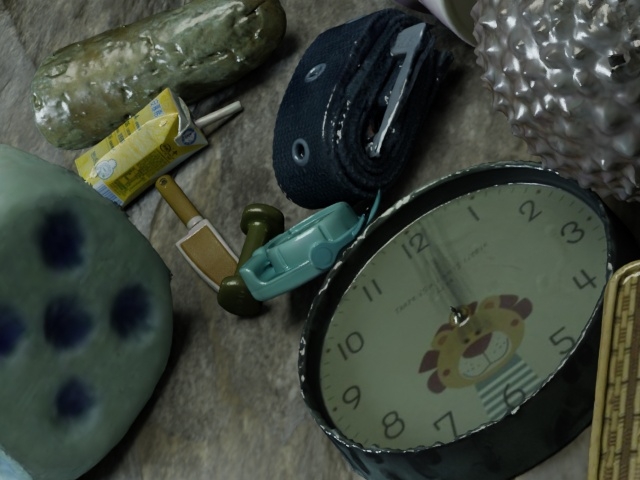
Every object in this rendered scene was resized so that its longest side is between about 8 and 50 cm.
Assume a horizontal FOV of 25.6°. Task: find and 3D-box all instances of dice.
[{"bbox_3d":[-0.329,0.080,1.391,0.268,0.264,0.262,2,51,43],"label":"dice"}]

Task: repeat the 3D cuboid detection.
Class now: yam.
[{"bbox_3d":[-0.191,-0.218,1.703,0.330,0.133,0.133,-20,40,22],"label":"yam"}]

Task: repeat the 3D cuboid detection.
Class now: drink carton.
[{"bbox_3d":[-0.188,-0.118,1.644,0.200,0.074,0.084,-38,36,7],"label":"drink carton"}]

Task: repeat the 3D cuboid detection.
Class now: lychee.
[{"bbox_3d":[0.263,-0.165,1.074,0.300,0.300,0.300,-25,38,22],"label":"lychee"}]

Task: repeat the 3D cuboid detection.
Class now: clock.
[{"bbox_3d":[0.001,0.001,1.325,0.147,0.045,0.108,-28,9,26],"label":"clock"},{"bbox_3d":[0.120,0.064,1.172,0.312,0.061,0.312,-25,39,22],"label":"clock"}]

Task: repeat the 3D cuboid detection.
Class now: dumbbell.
[{"bbox_3d":[-0.069,0.018,1.404,0.046,0.052,0.118,13,52,3],"label":"dumbbell"}]

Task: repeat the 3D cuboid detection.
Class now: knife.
[{"bbox_3d":[-0.132,-0.001,1.510,0.046,0.022,0.256,-35,39,-6],"label":"knife"}]

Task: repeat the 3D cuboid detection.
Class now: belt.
[{"bbox_3d":[0.044,-0.135,1.394,0.128,0.122,0.218,-10,48,49],"label":"belt"}]

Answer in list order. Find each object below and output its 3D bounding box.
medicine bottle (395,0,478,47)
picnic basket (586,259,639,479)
[{"bbox_3d":[0.144,-0.344,1.428,0.241,0.241,0.302,-38,41,4],"label":"medicine bottle"},{"bbox_3d":[0.332,0.106,0.830,0.313,0.175,0.228,-14,43,33],"label":"picnic basket"}]
